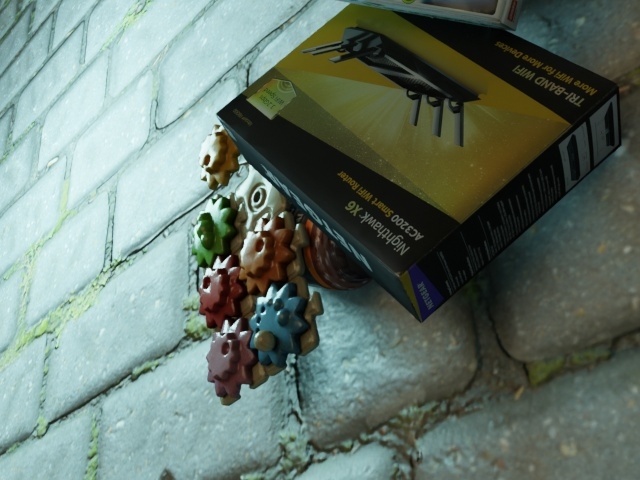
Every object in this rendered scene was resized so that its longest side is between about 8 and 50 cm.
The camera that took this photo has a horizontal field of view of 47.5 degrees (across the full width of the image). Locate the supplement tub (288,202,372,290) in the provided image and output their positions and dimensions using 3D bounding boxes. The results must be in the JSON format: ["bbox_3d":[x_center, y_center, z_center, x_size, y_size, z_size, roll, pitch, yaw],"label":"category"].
[{"bbox_3d":[0.000,0.000,0.808,0.198,0.106,0.106,2,73,49],"label":"supplement tub"}]

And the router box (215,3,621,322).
[{"bbox_3d":[0.078,-0.107,0.691,0.243,0.081,0.309,-41,50,-7],"label":"router box"}]

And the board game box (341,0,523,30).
[{"bbox_3d":[0.056,-0.320,0.676,0.305,0.053,0.193,20,105,26],"label":"board game box"}]

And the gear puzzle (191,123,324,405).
[{"bbox_3d":[-0.094,-0.006,0.799,0.175,0.044,0.339,-38,51,35],"label":"gear puzzle"}]
